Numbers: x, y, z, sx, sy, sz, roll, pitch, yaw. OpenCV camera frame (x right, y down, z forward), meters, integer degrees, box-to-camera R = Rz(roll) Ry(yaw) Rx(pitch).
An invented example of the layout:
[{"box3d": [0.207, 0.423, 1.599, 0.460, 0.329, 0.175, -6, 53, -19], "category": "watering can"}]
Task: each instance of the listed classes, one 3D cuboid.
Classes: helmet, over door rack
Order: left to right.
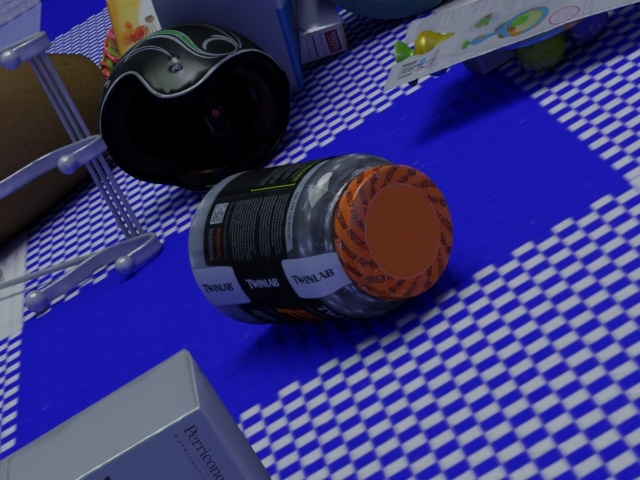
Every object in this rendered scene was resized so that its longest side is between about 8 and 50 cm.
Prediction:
[{"box3d": [-0.322, -0.050, 1.873, 0.324, 0.239, 0.108, -11, 21, 47], "category": "over door rack"}, {"box3d": [-0.129, -0.132, 1.894, 0.161, 0.169, 0.169, 13, 44, 44], "category": "helmet"}]

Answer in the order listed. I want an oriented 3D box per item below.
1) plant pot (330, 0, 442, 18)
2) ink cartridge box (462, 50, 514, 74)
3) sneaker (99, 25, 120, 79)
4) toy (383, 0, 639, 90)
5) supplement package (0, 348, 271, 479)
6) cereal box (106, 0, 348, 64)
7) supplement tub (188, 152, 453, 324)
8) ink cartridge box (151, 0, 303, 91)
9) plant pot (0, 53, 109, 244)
[{"box3d": [0.080, -0.384, 2.099, 0.271, 0.272, 0.255, -22, 33, 28], "category": "plant pot"}, {"box3d": [0.180, -0.195, 1.765, 0.115, 0.029, 0.063, -34, 18, -4], "category": "ink cartridge box"}, {"box3d": [-0.231, -0.210, 2.285, 0.081, 0.094, 0.208, 30, 91, 28], "category": "sneaker"}, {"box3d": [0.179, -0.178, 1.671, 0.237, 0.056, 0.137, -14, 27, 23], "category": "toy"}, {"box3d": [-0.125, 0.165, 1.165, 0.179, 0.105, 0.105, -32, 17, 2], "category": "supplement package"}, {"box3d": [-0.105, -0.238, 2.139, 0.240, 0.047, 0.173, -19, 45, -1], "category": "cereal box"}, {"box3d": [0.000, 0.000, 1.389, 0.117, 0.117, 0.190, -42, 20, -30], "category": "supplement tub"}, {"box3d": [-0.106, -0.328, 2.031, 0.129, 0.223, 0.307, -10, 49, 7], "category": "ink cartridge box"}, {"box3d": [-0.357, -0.109, 2.173, 0.254, 0.237, 0.237, -24, 12, -28], "category": "plant pot"}]
